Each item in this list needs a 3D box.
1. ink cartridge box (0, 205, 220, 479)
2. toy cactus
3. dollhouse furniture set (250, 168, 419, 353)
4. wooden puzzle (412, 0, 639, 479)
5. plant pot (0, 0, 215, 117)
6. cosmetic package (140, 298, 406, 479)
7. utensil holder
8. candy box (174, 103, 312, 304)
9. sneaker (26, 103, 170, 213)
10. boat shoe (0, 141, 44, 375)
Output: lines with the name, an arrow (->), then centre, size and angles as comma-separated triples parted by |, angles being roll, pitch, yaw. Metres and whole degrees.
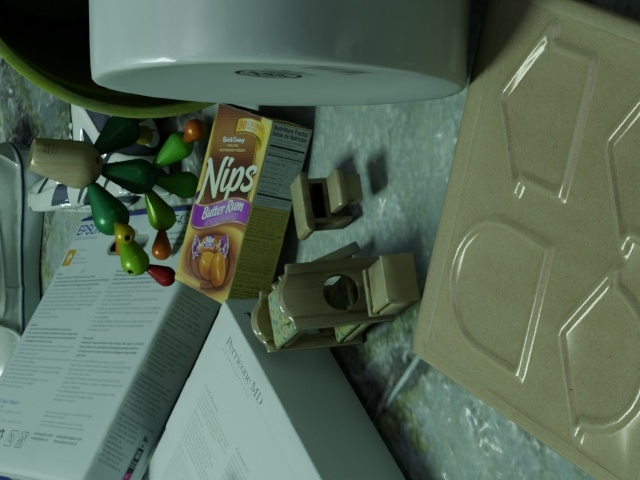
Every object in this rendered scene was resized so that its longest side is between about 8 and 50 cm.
ink cartridge box -> -0.241, 0.123, 1.895 | 0.324, 0.071, 0.330 | -3, 56, 56
toy cactus -> -0.208, -0.069, 1.775 | 0.112, 0.180, 0.219 | 149, 130, -66
dollhouse furniture set -> 0.000, 0.000, 1.510 | 0.182, 0.101, 0.161 | 133, 130, -69
wooden puzzle -> 0.204, -0.007, 1.279 | 0.348, 0.080, 0.322 | 37, 120, 56
plant pot -> -0.217, -0.319, 1.706 | 0.353, 0.366, 0.366 | -156, 70, -67
cosmetic package -> -0.030, 0.283, 1.604 | 0.377, 0.097, 0.284 | 59, 138, 38
utensil holder -> -0.031, -0.313, 1.387 | 0.327, 0.327, 0.385 | 0, 88, 56
candy box -> -0.078, -0.034, 1.695 | 0.109, 0.053, 0.187 | 23, 99, 55
sneaker -> -0.255, -0.113, 1.948 | 0.235, 0.094, 0.153 | -11, 80, 56
boat shoe -> -0.435, 0.058, 2.160 | 0.136, 0.156, 0.367 | 10, 98, 56
